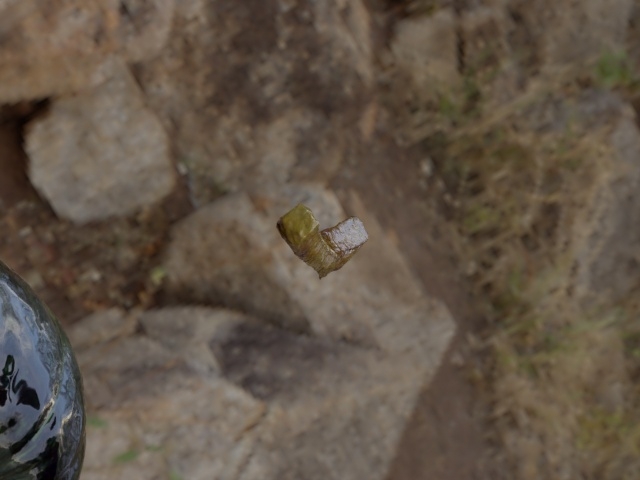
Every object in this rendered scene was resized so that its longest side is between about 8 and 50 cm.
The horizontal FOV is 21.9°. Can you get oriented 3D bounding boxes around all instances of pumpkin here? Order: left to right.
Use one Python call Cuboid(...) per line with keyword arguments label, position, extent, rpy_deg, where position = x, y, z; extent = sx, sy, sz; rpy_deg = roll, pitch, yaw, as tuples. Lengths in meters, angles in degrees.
Cuboid(label="pumpkin", position=(-0.338, 0.148, 1.278), extent=(0.241, 0.323, 0.323), rpy_deg=(43, -4, 39))

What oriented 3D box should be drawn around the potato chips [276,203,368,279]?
Cuboid(label="potato chips", position=(0.000, 0.000, 0.917), extent=(0.026, 0.037, 0.204), rpy_deg=(42, 4, 9))
